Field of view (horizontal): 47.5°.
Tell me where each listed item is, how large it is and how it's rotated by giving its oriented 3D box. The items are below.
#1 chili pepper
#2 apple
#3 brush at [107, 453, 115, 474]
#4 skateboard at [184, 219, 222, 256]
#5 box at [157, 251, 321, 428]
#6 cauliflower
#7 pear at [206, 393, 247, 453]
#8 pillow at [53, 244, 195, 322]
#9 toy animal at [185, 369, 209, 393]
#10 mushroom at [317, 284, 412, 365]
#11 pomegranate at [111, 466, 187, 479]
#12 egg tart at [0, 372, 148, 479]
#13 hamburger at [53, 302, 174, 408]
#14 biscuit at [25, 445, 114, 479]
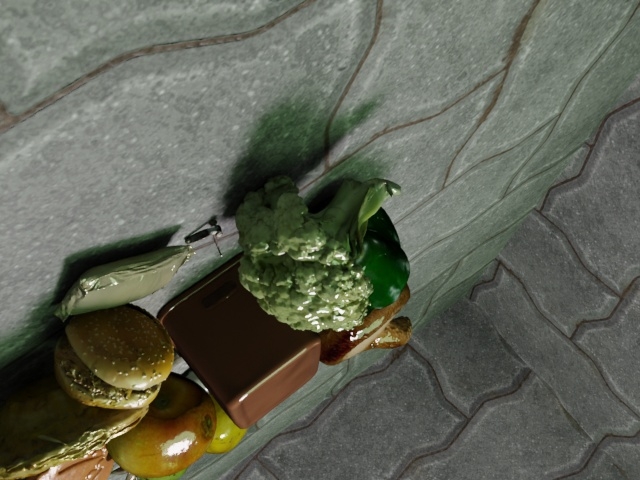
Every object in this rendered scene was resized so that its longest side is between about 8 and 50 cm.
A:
[{"bbox_3d":[0.053,0.035,1.477,0.248,0.233,0.256,-45,156,3],"label":"chili pepper"},{"bbox_3d":[-0.340,0.382,1.529,0.236,0.237,0.208,-29,145,-30],"label":"apple"},{"bbox_3d":[-0.546,0.582,1.870,0.068,0.060,0.297,-44,162,8],"label":"brush"},{"bbox_3d":[-0.192,0.004,1.225,0.063,0.032,0.083,-26,158,-10],"label":"skateboard"},{"bbox_3d":[-0.150,0.216,1.493,0.239,0.229,0.339,-36,163,-15],"label":"box"},{"bbox_3d":[-0.021,0.006,1.223,0.327,0.260,0.281,113,-7,-61],"label":"cauliflower"},{"bbox_3d":[-0.285,0.477,1.949,0.200,0.200,0.200,-35,162,-13],"label":"pear"},{"bbox_3d":[-0.294,0.061,1.106,0.208,0.053,0.119,-19,157,-49],"label":"pillow"},{"bbox_3d":[-0.267,0.319,1.752,0.255,0.090,0.170,-30,164,-21],"label":"toy animal"},{"bbox_3d":[0.112,0.232,2.139,0.345,0.239,0.345,-33,141,-32],"label":"mushroom"},{"bbox_3d":[-0.425,0.535,1.822,0.224,0.182,0.181,-37,165,24],"label":"pomegranate"},{"bbox_3d":[-0.425,0.280,1.190,0.294,0.116,0.295,-21,-174,2],"label":"egg tart"},{"bbox_3d":[-0.326,0.176,1.137,0.190,0.181,0.118,-2,124,-51],"label":"hamburger"},{"bbox_3d":[-0.547,0.551,1.605,0.284,0.043,0.307,-42,142,-40],"label":"biscuit"}]
